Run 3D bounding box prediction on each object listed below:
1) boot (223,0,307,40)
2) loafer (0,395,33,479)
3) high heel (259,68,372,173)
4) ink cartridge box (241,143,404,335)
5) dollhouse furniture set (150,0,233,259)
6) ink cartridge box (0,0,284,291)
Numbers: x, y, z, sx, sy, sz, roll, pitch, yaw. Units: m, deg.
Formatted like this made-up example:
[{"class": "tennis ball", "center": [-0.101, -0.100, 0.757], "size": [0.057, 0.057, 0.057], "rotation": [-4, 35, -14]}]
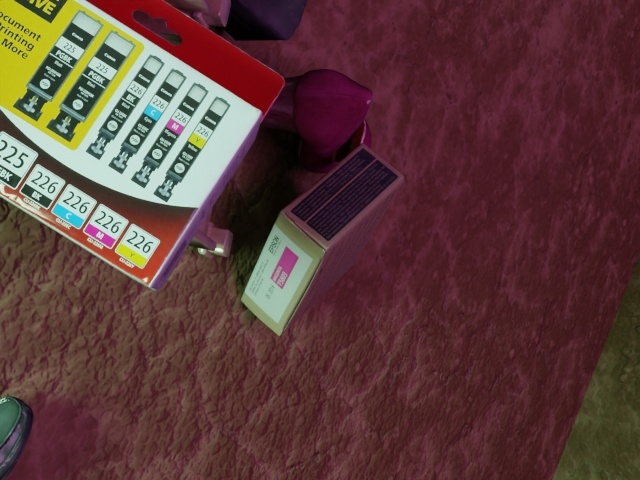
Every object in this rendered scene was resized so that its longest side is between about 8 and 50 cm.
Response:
[{"class": "boot", "center": [-0.120, -0.497, 1.233], "size": [0.445, 0.146, 0.367], "rotation": [35, 82, -46]}, {"class": "loafer", "center": [-0.405, 0.257, 1.133], "size": [0.223, 0.076, 0.078], "rotation": [-51, 142, -26]}, {"class": "high heel", "center": [0.046, -0.156, 1.474], "size": [0.377, 0.181, 0.127], "rotation": [4, 94, -66]}, {"class": "ink cartridge box", "center": [0.000, 0.000, 1.477], "size": [0.193, 0.088, 0.235], "rotation": [-41, 168, -37]}, {"class": "dollhouse furniture set", "center": [-0.206, -0.164, 1.303], "size": [0.355, 0.173, 0.303], "rotation": [57, 44, -75]}, {"class": "ink cartridge box", "center": [-0.224, -0.144, 1.034], "size": [0.272, 0.309, 0.130], "rotation": [-59, -177, -8]}]
